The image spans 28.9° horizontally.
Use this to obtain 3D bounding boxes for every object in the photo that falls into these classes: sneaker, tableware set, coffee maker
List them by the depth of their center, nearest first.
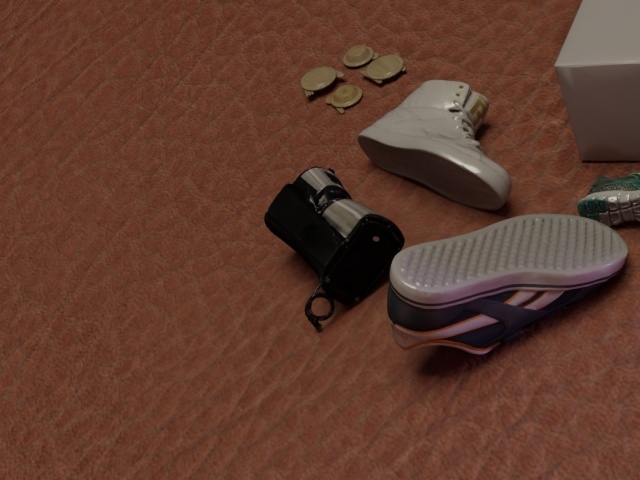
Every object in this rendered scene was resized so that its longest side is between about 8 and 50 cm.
[{"bbox_3d":[0.226,0.056,1.550,0.321,0.128,0.126,-9,41,-19],"label":"sneaker"},{"bbox_3d":[0.420,-0.060,1.611,0.166,0.065,0.076,3,43,29],"label":"sneaker"},{"bbox_3d":[0.000,0.000,1.721,0.171,0.120,0.178,-36,39,-11],"label":"coffee maker"},{"bbox_3d":[0.200,-0.155,1.797,0.169,0.108,0.292,-43,41,-16],"label":"sneaker"},{"bbox_3d":[0.053,-0.277,2.082,0.168,0.020,0.141,-34,42,-12],"label":"tableware set"}]

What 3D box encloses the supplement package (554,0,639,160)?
[{"bbox_3d":[0.461,-0.270,1.729,0.175,0.178,0.293,3,46,30],"label":"supplement package"}]
